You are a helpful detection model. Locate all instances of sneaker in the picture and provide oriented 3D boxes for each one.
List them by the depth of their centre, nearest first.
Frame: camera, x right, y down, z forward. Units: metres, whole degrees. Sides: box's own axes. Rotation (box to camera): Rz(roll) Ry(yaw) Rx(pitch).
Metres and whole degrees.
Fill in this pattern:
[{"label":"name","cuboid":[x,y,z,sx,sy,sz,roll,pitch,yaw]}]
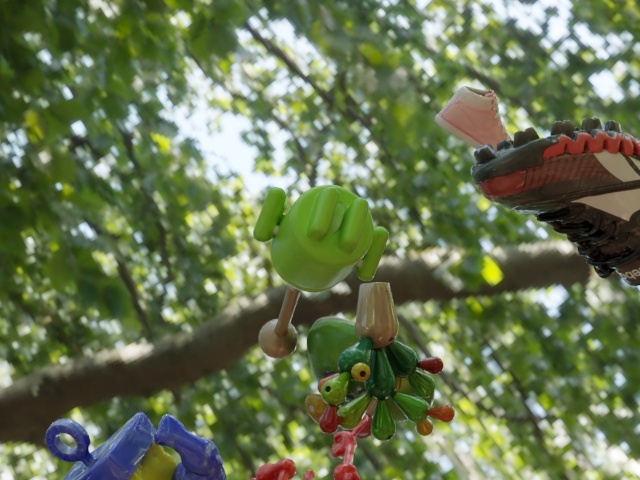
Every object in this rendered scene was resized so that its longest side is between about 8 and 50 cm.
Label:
[{"label":"sneaker","cuboid":[0.246,-0.029,1.178,0.276,0.135,0.097,3,-10,-35]},{"label":"sneaker","cuboid":[0.215,-0.143,1.713,0.134,0.051,0.070,31,-75,-9]}]

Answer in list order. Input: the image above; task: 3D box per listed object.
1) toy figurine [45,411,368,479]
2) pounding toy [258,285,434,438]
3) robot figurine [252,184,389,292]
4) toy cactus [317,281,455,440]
[{"label":"toy figurine","cuboid":[-0.155,0.223,1.191,0.217,0.191,0.362,40,-53,-15]},{"label":"pounding toy","cuboid":[0.018,0.180,1.740,0.110,0.237,0.183,-55,-3,-25]},{"label":"robot figurine","cuboid":[0.000,0.000,1.056,0.101,0.067,0.115,19,-25,-9]},{"label":"toy cactus","cuboid":[0.071,0.138,1.567,0.219,0.180,0.112,1,-6,-44]}]
